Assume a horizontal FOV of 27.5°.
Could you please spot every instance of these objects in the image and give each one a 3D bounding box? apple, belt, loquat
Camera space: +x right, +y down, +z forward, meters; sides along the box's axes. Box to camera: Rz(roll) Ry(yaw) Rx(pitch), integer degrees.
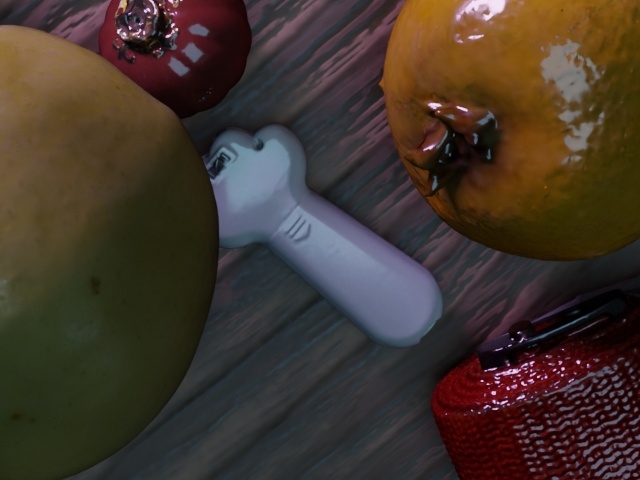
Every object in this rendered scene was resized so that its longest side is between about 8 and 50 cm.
[{"bbox_3d":[-0.188,0.011,0.765,0.262,0.262,0.262,-1,102,-6],"label":"apple"},{"bbox_3d":[0.175,0.101,0.879,0.201,0.128,0.124,-25,104,1],"label":"belt"},{"bbox_3d":[0.137,-0.092,0.796,0.208,0.208,0.208,-1,102,-6],"label":"loquat"}]

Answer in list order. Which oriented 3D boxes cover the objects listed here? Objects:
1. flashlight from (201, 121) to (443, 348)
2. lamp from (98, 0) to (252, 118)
[{"bbox_3d":[0.000,0.000,0.882,0.200,0.047,0.093,37,97,-15],"label":"flashlight"},{"bbox_3d":[-0.092,-0.127,0.823,0.101,0.090,0.101,-3,81,21],"label":"lamp"}]
